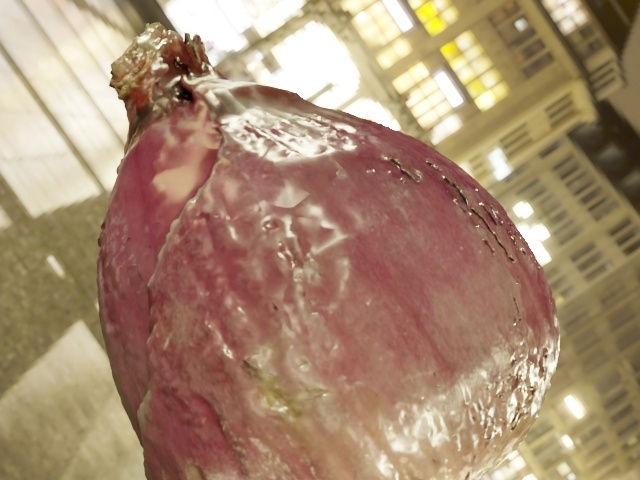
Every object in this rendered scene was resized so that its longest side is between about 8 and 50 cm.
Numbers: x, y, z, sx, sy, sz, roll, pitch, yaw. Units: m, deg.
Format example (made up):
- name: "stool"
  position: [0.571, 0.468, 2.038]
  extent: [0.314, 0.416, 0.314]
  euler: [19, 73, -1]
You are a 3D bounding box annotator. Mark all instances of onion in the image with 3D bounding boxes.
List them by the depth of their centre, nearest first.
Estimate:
- name: "onion"
  position: [0.000, 0.000, 0.739]
  extent: [0.159, 0.267, 0.349]
  euler: [-35, -95, 48]
